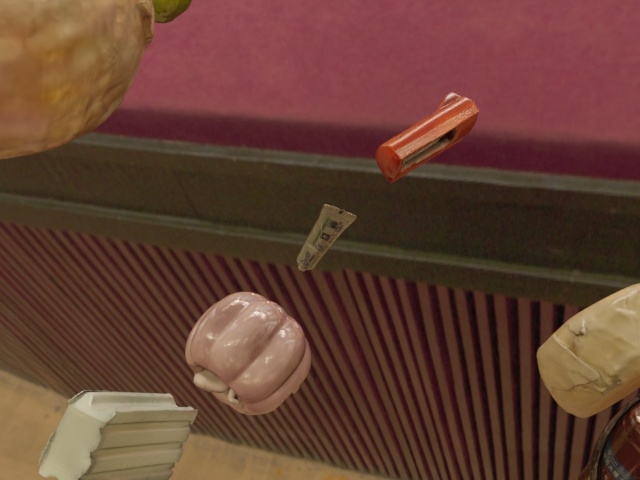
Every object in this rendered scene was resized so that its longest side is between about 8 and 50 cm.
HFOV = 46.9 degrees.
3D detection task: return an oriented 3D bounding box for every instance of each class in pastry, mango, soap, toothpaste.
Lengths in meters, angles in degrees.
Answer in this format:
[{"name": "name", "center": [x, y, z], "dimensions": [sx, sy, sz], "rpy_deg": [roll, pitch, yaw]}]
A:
[{"name": "pastry", "center": [0.463, 0.171, 1.162], "dimensions": [0.265, 0.265, 0.133], "rpy_deg": [-27, 65, -3]}, {"name": "mango", "center": [-0.209, -0.306, 0.907], "dimensions": [0.091, 0.074, 0.165], "rpy_deg": [6, 11, -26]}, {"name": "soap", "center": [-0.332, 0.333, 1.234], "dimensions": [0.094, 0.261, 0.150], "rpy_deg": [20, 86, 26]}, {"name": "toothpaste", "center": [0.000, 0.000, 1.378], "dimensions": [0.064, 0.218, 0.041], "rpy_deg": [22, 54, -9]}]

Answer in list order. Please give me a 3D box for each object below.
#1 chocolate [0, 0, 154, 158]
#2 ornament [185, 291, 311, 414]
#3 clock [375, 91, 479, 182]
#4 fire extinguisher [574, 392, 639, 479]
[{"name": "chocolate", "center": [-0.212, -0.096, 0.312], "dimensions": [0.309, 0.134, 0.134], "rpy_deg": [-8, 41, -40]}, {"name": "ornament", "center": [-0.108, 0.168, 1.055], "dimensions": [0.178, 0.177, 0.177], "rpy_deg": [-8, 54, 11]}, {"name": "clock", "center": [0.161, -0.160, 1.152], "dimensions": [0.155, 0.113, 0.061], "rpy_deg": [-34, 80, -10]}, {"name": "fire extinguisher", "center": [0.410, 0.322, 0.979], "dimensions": [0.105, 0.341, 0.141], "rpy_deg": [7, 39, -11]}]
